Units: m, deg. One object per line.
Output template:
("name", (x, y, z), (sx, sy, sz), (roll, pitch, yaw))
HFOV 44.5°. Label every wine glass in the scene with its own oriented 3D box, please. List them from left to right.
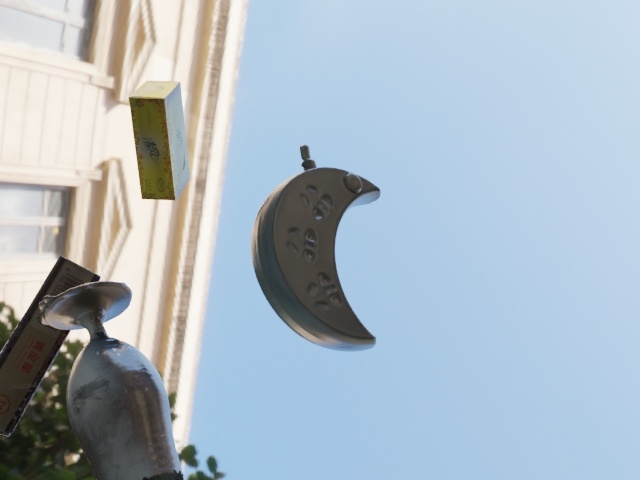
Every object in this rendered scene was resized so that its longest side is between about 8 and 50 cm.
("wine glass", (-0.211, 0.152, 0.794), (0.103, 0.103, 0.222), (-40, -120, 25))

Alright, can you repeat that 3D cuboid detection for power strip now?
("power strip", (0.000, 0.000, 0.923), (0.054, 0.168, 0.253), (-32, -132, 48))

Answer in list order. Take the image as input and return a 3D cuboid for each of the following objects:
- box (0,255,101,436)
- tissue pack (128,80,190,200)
("box", (-0.513, 0.192, 1.386), (0.198, 0.084, 0.310), (-30, -148, 60))
("tissue pack", (-0.258, -0.162, 1.271), (0.062, 0.095, 0.176), (3, -63, 6))
